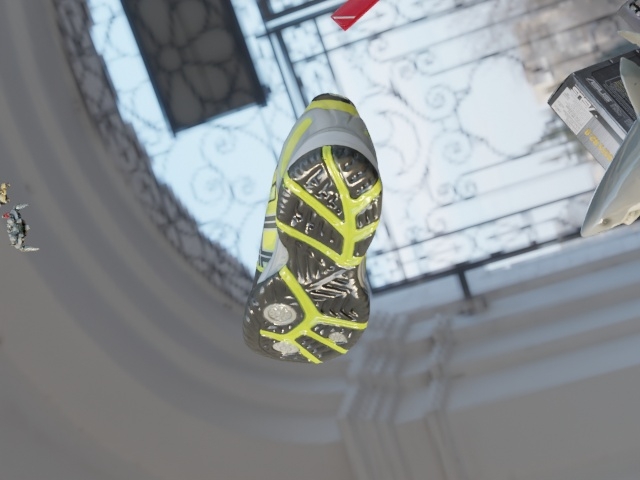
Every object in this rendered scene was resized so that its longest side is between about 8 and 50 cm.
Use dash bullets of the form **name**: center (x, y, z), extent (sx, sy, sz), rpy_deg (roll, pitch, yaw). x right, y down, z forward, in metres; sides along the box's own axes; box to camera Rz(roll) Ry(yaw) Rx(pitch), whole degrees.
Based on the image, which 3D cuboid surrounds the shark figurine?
- **shark figurine**: center (0.325, -0.142, 1.259), extent (0.116, 0.166, 0.278), rpy_deg (41, -133, -12)

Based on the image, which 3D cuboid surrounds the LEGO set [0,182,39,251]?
- **LEGO set**: center (-0.303, -0.018, 1.278), extent (0.083, 0.023, 0.054), rpy_deg (36, 125, 41)

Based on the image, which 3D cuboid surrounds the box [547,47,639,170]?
- **box**: center (0.395, -0.113, 1.496), extent (0.183, 0.056, 0.231), rpy_deg (-23, -111, -43)

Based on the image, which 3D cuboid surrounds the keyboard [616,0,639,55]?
- **keyboard**: center (0.584, -0.259, 2.032), extent (0.317, 0.201, 0.033), rpy_deg (43, -120, -3)

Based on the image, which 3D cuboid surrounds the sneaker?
- **sneaker**: center (0.000, 0.000, 1.500), extent (0.385, 0.145, 0.147), rpy_deg (109, 169, -46)

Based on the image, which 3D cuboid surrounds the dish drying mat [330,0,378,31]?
- **dish drying mat**: center (0.054, -0.322, 1.774), extent (0.032, 0.083, 0.008), rpy_deg (46, 178, 19)
